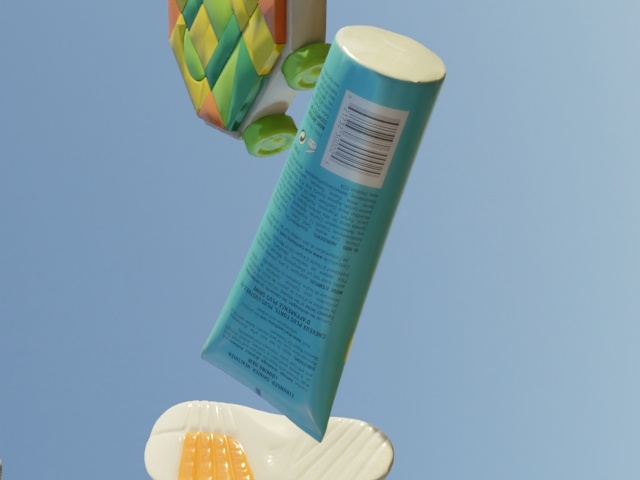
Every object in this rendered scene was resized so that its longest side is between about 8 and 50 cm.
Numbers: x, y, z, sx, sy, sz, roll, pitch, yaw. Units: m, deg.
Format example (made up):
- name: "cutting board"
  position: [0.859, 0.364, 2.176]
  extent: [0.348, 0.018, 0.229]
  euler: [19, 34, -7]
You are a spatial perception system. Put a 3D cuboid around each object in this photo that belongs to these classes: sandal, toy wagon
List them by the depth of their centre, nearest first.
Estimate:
- name: "toy wagon"
  position: [-0.062, -0.256, 1.279]
  extent: [0.068, 0.344, 0.267]
  euler: [-10, -114, -28]
- name: "sandal"
  position: [-0.048, 0.222, 1.281]
  extent: [0.076, 0.265, 0.102]
  euler: [62, -141, -47]

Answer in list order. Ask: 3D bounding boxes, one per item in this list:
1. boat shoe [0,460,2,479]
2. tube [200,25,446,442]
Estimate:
- name: "boat shoe"
  position: [-0.304, 0.244, 1.121]
  extent: [0.040, 0.049, 0.142]
  euler: [0, -80, -55]
- name: "tube"
  position: [0.000, 0.000, 0.636]
  extent: [0.052, 0.080, 0.207]
  euler: [-23, -39, -51]
